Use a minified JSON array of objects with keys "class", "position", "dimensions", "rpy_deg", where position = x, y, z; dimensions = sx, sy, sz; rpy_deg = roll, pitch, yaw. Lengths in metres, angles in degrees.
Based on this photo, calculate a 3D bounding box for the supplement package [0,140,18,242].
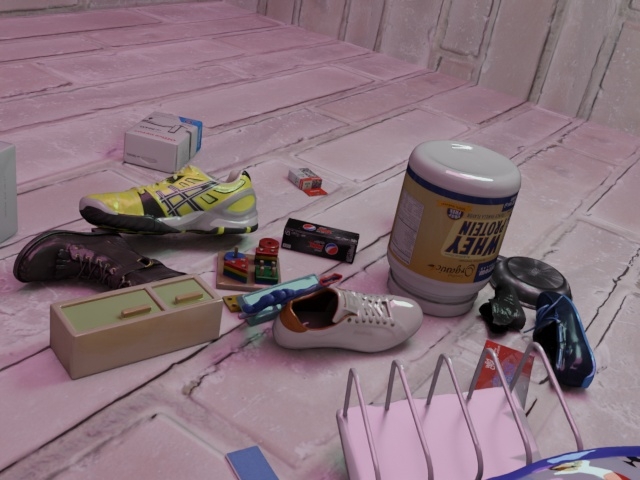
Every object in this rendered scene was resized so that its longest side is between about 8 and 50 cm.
[{"class":"supplement package","position":[-0.755,-0.097,1.422],"dimensions":[0.262,0.199,0.198],"rpy_deg":[16,28,10]}]

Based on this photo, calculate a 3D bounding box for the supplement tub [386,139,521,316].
[{"class":"supplement tub","position":[0.264,-0.025,1.533],"dimensions":[0.228,0.316,0.228],"rpy_deg":[8,27,-4]}]

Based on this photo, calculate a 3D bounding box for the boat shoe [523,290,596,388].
[{"class":"boat shoe","position":[0.459,0.177,1.454],"dimensions":[0.088,0.109,0.258],"rpy_deg":[5,26,-4]}]

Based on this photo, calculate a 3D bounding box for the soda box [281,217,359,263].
[{"class":"soda box","position":[0.000,0.000,1.674],"dimensions":[0.168,0.053,0.060],"rpy_deg":[13,27,4]}]

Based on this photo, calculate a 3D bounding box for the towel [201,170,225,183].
[{"class":"towel","position":[-0.290,-0.131,1.858],"dimensions":[0.152,0.023,0.113],"rpy_deg":[25,33,21]}]

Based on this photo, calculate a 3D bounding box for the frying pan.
[{"class":"frying pan","position":[0.453,0.060,1.743],"dimensions":[0.197,0.053,0.326],"rpy_deg":[-5,34,-30]}]

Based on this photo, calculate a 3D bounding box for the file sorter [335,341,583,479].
[{"class":"file sorter","position":[0.177,0.263,1.003],"dimensions":[0.277,0.173,0.193],"rpy_deg":[-6,49,-7]}]

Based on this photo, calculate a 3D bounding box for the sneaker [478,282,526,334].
[{"class":"sneaker","position":[0.371,0.138,1.552],"dimensions":[0.089,0.051,0.170],"rpy_deg":[10,30,-13]}]

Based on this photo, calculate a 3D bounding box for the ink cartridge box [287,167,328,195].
[{"class":"ink cartridge box","position":[-0.032,-0.158,1.988],"dimensions":[0.062,0.029,0.115],"rpy_deg":[-8,33,-33]}]

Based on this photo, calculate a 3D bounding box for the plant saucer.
[{"class":"plant saucer","position":[-0.069,0.110,1.445],"dimensions":[0.192,0.018,0.067],"rpy_deg":[-16,62,-36]}]

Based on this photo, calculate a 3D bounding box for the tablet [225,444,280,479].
[{"class":"tablet","position":[-0.097,0.329,1.066],"dimensions":[0.054,0.006,0.083],"rpy_deg":[-7,31,-30]}]

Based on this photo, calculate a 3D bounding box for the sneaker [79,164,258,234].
[{"class":"sneaker","position":[-0.318,-0.085,1.577],"dimensions":[0.384,0.147,0.145],"rpy_deg":[0,0,-32]}]

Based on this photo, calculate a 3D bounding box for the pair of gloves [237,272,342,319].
[{"class":"pair of gloves","position":[-0.062,0.100,1.339],"dimensions":[0.198,0.159,0.023],"rpy_deg":[-14,79,-35]}]

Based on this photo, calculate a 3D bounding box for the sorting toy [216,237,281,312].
[{"class":"sorting toy","position":[-0.145,0.056,1.524],"dimensions":[0.132,0.046,0.275],"rpy_deg":[6,28,-9]}]

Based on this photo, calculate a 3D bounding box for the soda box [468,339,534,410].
[{"class":"soda box","position":[0.286,0.274,1.227],"dimensions":[0.092,0.084,0.263],"rpy_deg":[18,28,14]}]

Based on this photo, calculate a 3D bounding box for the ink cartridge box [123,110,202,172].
[{"class":"ink cartridge box","position":[-0.418,-0.266,1.991],"dimensions":[0.148,0.086,0.203],"rpy_deg":[13,27,4]}]

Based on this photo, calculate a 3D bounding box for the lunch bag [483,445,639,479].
[{"class":"lunch bag","position":[0.367,0.416,0.830],"dimensions":[0.385,0.239,0.328],"rpy_deg":[7,29,-23]}]

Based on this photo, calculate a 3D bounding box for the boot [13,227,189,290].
[{"class":"boot","position":[-0.399,0.058,1.378],"dimensions":[0.229,0.091,0.263],"rpy_deg":[29,30,31]}]

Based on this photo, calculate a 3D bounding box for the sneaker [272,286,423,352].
[{"class":"sneaker","position":[0.065,0.138,1.339],"dimensions":[0.290,0.123,0.106],"rpy_deg":[-5,59,-19]}]

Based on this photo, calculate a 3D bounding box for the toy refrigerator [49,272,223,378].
[{"class":"toy refrigerator","position":[-0.308,0.135,1.261],"dimensions":[0.269,0.094,0.102],"rpy_deg":[-11,34,-37]}]
